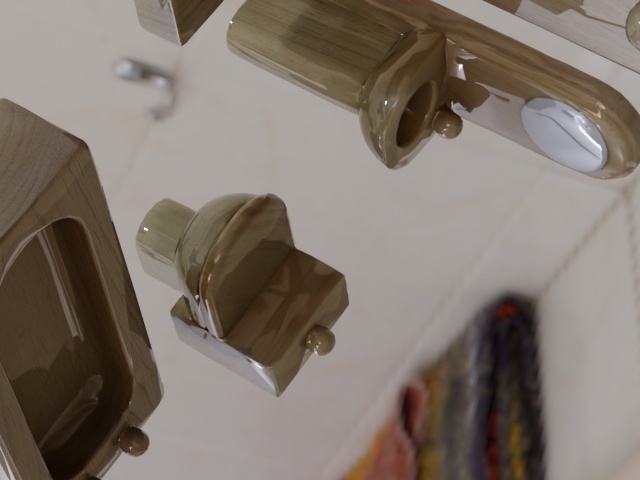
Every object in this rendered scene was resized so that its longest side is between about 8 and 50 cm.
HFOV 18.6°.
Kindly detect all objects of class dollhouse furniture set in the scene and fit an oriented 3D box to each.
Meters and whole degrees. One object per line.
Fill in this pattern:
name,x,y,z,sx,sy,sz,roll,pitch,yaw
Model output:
dollhouse furniture set,0.000,0.000,0.442,0.151,0.123,0.144,-52,-23,-24
